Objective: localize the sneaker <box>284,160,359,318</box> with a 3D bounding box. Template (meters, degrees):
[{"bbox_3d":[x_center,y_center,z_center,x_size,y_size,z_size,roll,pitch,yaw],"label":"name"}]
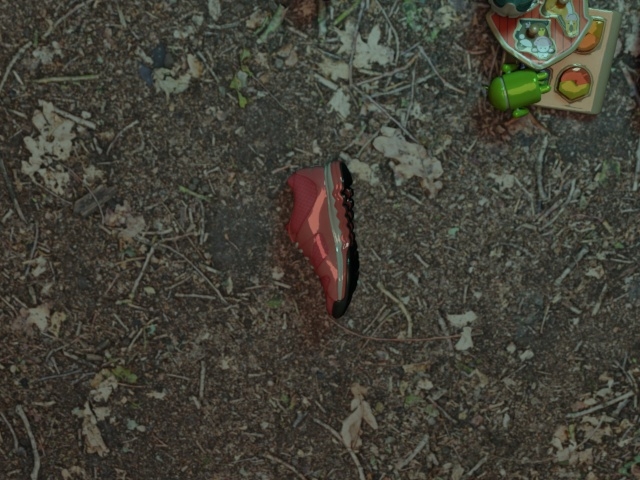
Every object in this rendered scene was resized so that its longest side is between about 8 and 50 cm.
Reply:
[{"bbox_3d":[0.000,0.000,1.584,0.136,0.116,0.313,-2,99,14],"label":"sneaker"}]

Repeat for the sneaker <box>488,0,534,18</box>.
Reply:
[{"bbox_3d":[0.374,-0.524,1.385,0.107,0.110,0.275,15,83,6],"label":"sneaker"}]

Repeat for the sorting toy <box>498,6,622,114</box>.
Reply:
[{"bbox_3d":[0.446,-0.343,1.488,0.209,0.038,0.192,8,105,1],"label":"sorting toy"}]

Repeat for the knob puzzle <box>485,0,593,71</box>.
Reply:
[{"bbox_3d":[0.397,-0.402,1.437,0.213,0.030,0.213,0,79,2],"label":"knob puzzle"}]

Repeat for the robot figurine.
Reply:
[{"bbox_3d":[0.362,-0.278,1.466,0.115,0.067,0.101,-14,97,13],"label":"robot figurine"}]
